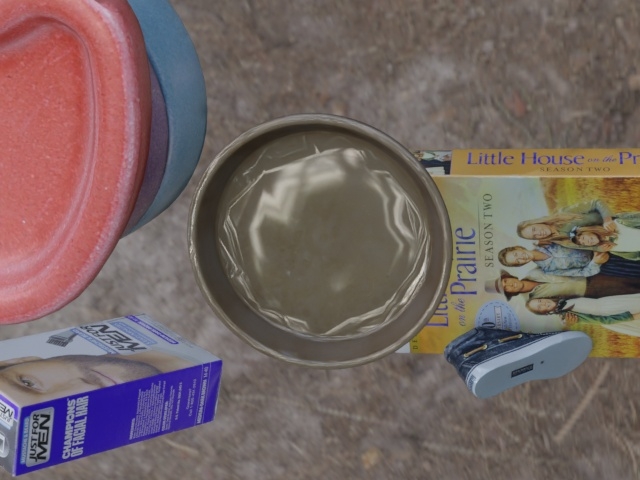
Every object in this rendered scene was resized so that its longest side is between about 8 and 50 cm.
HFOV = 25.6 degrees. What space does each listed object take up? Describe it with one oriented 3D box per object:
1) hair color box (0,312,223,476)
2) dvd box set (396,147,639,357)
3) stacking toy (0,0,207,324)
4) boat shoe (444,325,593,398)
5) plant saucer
[{"bbox_3d":[-0.321,0.200,1.915,0.185,0.339,0.110,25,115,39],"label":"hair color box"},{"bbox_3d":[0.291,0.020,1.751,0.420,0.307,0.062,1,41,9],"label":"dvd box set"},{"bbox_3d":[-0.182,-0.128,0.533,0.309,0.279,0.130,15,29,12],"label":"stacking toy"},{"bbox_3d":[0.249,0.135,1.774,0.183,0.065,0.083,-14,39,-23],"label":"boat shoe"},{"bbox_3d":[0.000,0.000,1.458,0.278,0.041,0.278,3,109,9],"label":"plant saucer"}]
